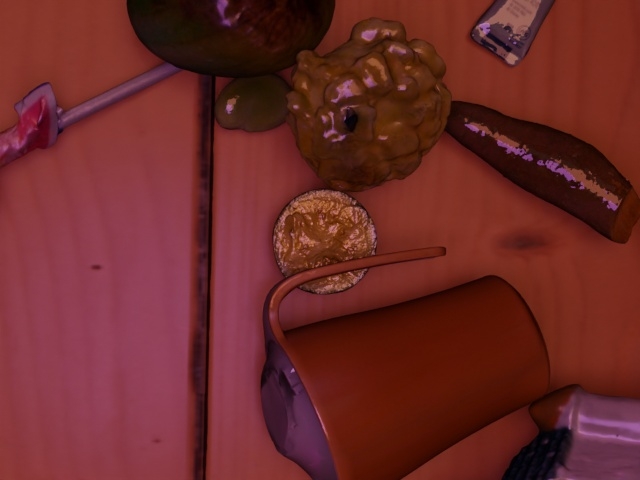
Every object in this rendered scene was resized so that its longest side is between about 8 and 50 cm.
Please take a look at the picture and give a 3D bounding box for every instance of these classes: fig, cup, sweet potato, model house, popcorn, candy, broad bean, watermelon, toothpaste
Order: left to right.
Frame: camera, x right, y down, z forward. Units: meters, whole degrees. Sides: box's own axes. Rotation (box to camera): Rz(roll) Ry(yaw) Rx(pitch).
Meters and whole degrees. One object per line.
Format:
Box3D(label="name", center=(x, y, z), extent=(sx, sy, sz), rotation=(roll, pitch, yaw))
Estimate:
Box3D(label="candy", center=(-0.271, -0.101, 1.310), extent=(0.365, 0.124, 0.124), rotation=(-28, 92, -14))
Box3D(label="fig", center=(-0.088, -0.236, 1.289), extent=(0.191, 0.181, 0.181), rotation=(-12, 91, 13))
Box3D(label="broad bean", center=(-0.067, -0.138, 1.350), extent=(0.083, 0.045, 0.063), rotation=(-15, 92, -14))
Box3D(label="watermelon", center=(0.000, 0.000, 1.345), extent=(0.105, 0.062, 0.105), rotation=(-1, 95, -12))
Box3D(label="popcorn", center=(0.040, -0.127, 1.299), extent=(0.173, 0.173, 0.142), rotation=(-12, 54, -7))
Box3D(label="cup", center=(0.069, 0.116, 1.304), extent=(0.264, 0.182, 0.226), rotation=(-21, 93, -13))
Box3D(label="sweet potato", center=(0.220, -0.085, 1.365), extent=(0.244, 0.077, 0.077), rotation=(34, 86, 4))
Box3D(label="toothpaste", center=(0.235, -0.281, 1.390), extent=(0.062, 0.037, 0.216), rotation=(34, 90, -5))
Box3D(label="model house", center=(0.255, 0.270, 1.329), extent=(0.301, 0.190, 0.271), rotation=(8, 117, 17))
